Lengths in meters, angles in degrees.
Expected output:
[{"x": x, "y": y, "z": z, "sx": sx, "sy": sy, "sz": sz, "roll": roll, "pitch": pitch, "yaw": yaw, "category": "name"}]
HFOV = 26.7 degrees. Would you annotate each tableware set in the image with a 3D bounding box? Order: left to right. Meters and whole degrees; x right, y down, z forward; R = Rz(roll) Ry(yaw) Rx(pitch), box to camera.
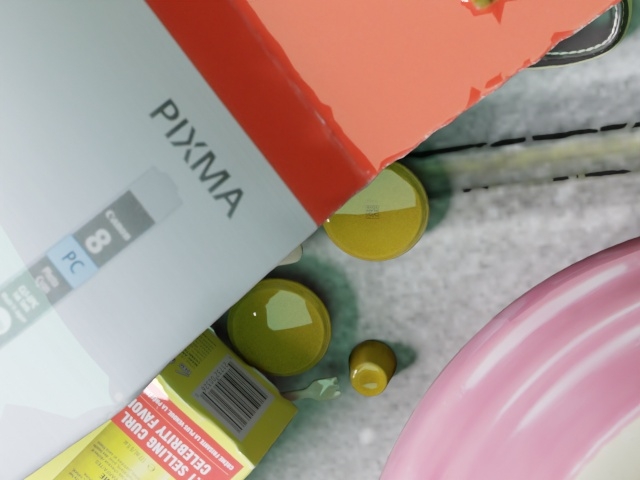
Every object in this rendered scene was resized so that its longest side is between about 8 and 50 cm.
[{"x": 0.000, "y": 0.000, "z": 0.600, "sx": 0.104, "sy": 0.024, "sz": 0.154, "roll": -10, "pitch": 107, "yaw": 11, "category": "tableware set"}]

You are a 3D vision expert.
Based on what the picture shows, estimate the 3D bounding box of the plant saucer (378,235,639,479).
[{"x": 0.180, "y": 0.157, "z": 0.524, "sx": 0.332, "sy": 0.084, "sz": 0.332, "roll": 0, "pitch": 92, "yaw": -6, "category": "plant saucer"}]

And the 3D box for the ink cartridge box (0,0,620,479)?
[{"x": -0.120, "y": -0.096, "z": 0.480, "sx": 0.385, "sy": 0.091, "sz": 0.308, "roll": -35, "pitch": 99, "yaw": 13, "category": "ink cartridge box"}]

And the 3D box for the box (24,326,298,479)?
[{"x": -0.116, "y": 0.131, "z": 0.638, "sx": 0.087, "sy": 0.058, "sz": 0.232, "roll": 44, "pitch": 118, "yaw": -1, "category": "box"}]

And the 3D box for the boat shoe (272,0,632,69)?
[{"x": 0.047, "y": -0.093, "z": 0.538, "sx": 0.152, "sy": 0.049, "sz": 0.056, "roll": 6, "pitch": 111, "yaw": 9, "category": "boat shoe"}]
